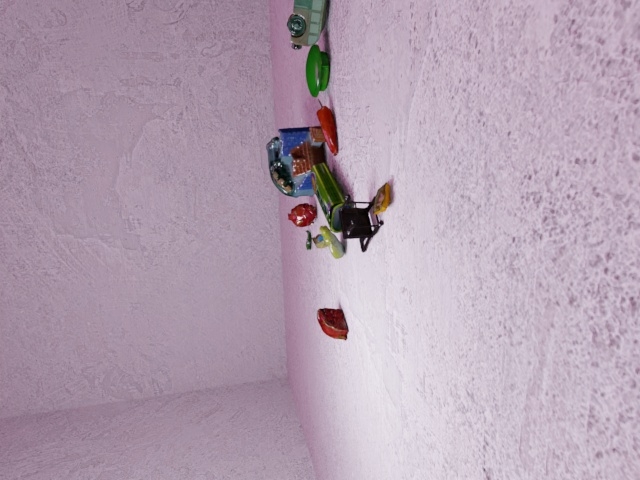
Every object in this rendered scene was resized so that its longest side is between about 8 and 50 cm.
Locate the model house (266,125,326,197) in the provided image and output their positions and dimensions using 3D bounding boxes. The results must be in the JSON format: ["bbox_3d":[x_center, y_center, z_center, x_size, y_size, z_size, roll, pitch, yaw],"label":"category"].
[{"bbox_3d":[-0.092,-0.386,1.842,0.329,0.251,0.295,145,121,-69],"label":"model house"}]

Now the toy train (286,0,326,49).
[{"bbox_3d":[-0.052,-0.930,1.591,0.129,0.159,0.326,-91,9,-55],"label":"toy train"}]

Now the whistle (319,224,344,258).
[{"bbox_3d":[0.047,0.000,1.579,0.198,0.057,0.104,59,-170,-54],"label":"whistle"}]

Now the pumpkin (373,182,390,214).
[{"bbox_3d":[0.179,-0.117,1.143,0.101,0.035,0.073,139,137,-79],"label":"pumpkin"}]

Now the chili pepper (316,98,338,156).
[{"bbox_3d":[0.029,-0.470,1.637,0.063,0.071,0.272,-27,67,34],"label":"chili pepper"}]

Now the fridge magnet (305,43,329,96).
[{"bbox_3d":[-0.016,-0.714,1.694,0.208,0.088,0.208,177,90,-78],"label":"fridge magnet"}]

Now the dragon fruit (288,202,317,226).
[{"bbox_3d":[-0.097,-0.127,2.105,0.136,0.166,0.133,58,-148,-44],"label":"dragon fruit"}]

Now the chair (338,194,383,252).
[{"bbox_3d":[0.114,-0.043,1.295,0.229,0.113,0.106,115,151,-60],"label":"chair"}]

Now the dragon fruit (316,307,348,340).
[{"bbox_3d":[0.045,0.378,1.727,0.120,0.127,0.161,-96,10,-48],"label":"dragon fruit"}]

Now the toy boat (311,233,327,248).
[{"bbox_3d":[0.000,0.000,1.922,0.172,0.065,0.066,-172,64,-72],"label":"toy boat"}]

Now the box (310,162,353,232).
[{"bbox_3d":[0.040,-0.179,1.609,0.345,0.097,0.134,-111,12,-52],"label":"box"}]

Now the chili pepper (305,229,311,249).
[{"bbox_3d":[-0.069,0.001,2.315,0.055,0.035,0.118,11,110,60],"label":"chili pepper"}]
